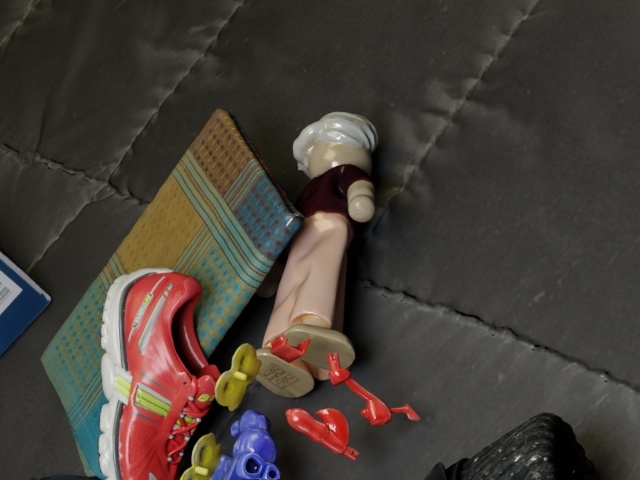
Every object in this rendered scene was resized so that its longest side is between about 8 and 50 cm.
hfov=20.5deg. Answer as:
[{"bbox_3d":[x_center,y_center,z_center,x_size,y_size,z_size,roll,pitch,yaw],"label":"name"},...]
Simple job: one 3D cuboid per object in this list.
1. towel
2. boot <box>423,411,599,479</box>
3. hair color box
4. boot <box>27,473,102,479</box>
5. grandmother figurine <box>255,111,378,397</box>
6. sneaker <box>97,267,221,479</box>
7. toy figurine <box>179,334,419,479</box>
[{"bbox_3d":[-0.165,0.061,1.918,0.370,0.040,0.271,-53,34,14],"label":"towel"},{"bbox_3d":[0.107,0.293,1.394,0.260,0.131,0.348,-24,32,17],"label":"boot"},{"bbox_3d":[-0.490,0.001,2.250,0.105,0.174,0.347,-48,37,-6],"label":"hair color box"},{"bbox_3d":[-0.254,0.293,1.747,0.246,0.094,0.207,-26,14,30],"label":"boot"},{"bbox_3d":[0.000,0.000,1.857,0.208,0.104,0.342,-26,36,37],"label":"grandmother figurine"},{"bbox_3d":[-0.152,0.165,1.758,0.118,0.107,0.279,-5,87,17],"label":"sneaker"},{"bbox_3d":[-0.077,0.285,1.659,0.362,0.191,0.217,-69,13,-20],"label":"toy figurine"}]
